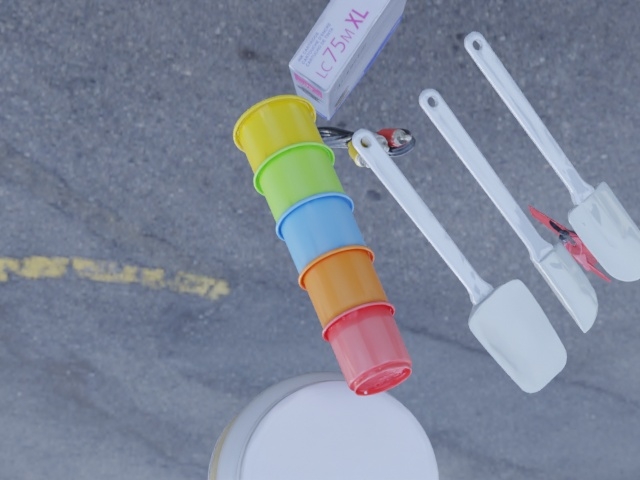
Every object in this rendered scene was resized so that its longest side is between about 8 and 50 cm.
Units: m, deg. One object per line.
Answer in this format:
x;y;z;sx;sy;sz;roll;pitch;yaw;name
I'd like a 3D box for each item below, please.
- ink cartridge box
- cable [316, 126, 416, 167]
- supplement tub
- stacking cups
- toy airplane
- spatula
0.039;-0.250;1.132;0.065;0.185;0.311;34;-179;3;ink cartridge box
0.072;-0.202;1.743;0.139;0.287;0.072;-31;124;-18;cable
-0.006;0.281;1.065;0.241;0.241;0.331;5;165;-9;supplement tub
0.000;0.000;0.903;0.096;0.316;0.096;-16;150;-10;stacking cups
0.307;0.011;1.083;0.151;0.151;0.028;30;97;-38;toy airplane
0.141;-0.023;0.691;0.242;0.168;0.019;52;167;-9;spatula
